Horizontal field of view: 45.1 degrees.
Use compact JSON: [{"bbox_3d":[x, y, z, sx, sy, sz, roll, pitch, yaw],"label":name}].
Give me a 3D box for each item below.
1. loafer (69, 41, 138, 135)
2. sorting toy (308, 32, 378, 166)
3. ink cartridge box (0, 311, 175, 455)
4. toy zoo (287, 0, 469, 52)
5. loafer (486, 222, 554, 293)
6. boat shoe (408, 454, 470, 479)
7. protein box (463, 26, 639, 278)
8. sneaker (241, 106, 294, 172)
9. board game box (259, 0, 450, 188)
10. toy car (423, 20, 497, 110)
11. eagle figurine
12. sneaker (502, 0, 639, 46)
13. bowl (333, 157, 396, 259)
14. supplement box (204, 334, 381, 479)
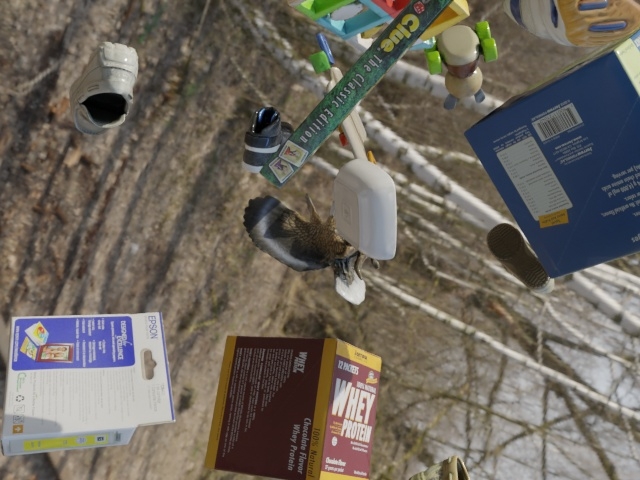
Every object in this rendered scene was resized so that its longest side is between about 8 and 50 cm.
[{"bbox_3d":[-0.426,-0.267,1.492,0.319,0.112,0.111,146,-53,-62],"label":"loafer"},{"bbox_3d":[0.046,-0.259,1.616,0.196,0.047,0.348,-80,148,-68],"label":"sorting toy"},{"bbox_3d":[-0.458,0.271,1.527,0.304,0.307,0.072,-110,-152,-48],"label":"ink cartridge box"},{"bbox_3d":[0.108,-0.371,1.231,0.293,0.192,0.030,14,64,-53],"label":"toy zoo"},{"bbox_3d":[0.542,0.057,2.096,0.102,0.268,0.092,-35,134,8],"label":"loafer"},{"bbox_3d":[0.214,0.432,1.123,0.089,0.104,0.285,-38,-146,7],"label":"boat shoe"},{"bbox_3d":[0.311,-0.096,0.854,0.200,0.201,0.136,-27,-172,47],"label":"protein box"},{"bbox_3d":[-0.097,-0.238,1.642,0.217,0.079,0.121,-59,164,-55],"label":"sneaker"},{"bbox_3d":[0.049,-0.158,0.706,0.260,0.030,0.136,-46,-178,16],"label":"board game box"},{"bbox_3d":[0.334,-0.396,1.821,0.149,0.155,0.188,-93,168,-45],"label":"toy car"},{"bbox_3d":[0.005,-0.010,1.710,0.225,0.298,0.226,-54,131,-29],"label":"eagle figurine"},{"bbox_3d":[0.183,-0.295,0.557,0.131,0.112,0.296,-138,-127,-65],"label":"sneaker"},{"bbox_3d":[0.064,-0.046,1.190,0.142,0.053,0.142,-139,-139,-57],"label":"bowl"},{"bbox_3d":[-0.036,0.243,1.096,0.129,0.194,0.191,31,61,-52],"label":"supplement box"}]
